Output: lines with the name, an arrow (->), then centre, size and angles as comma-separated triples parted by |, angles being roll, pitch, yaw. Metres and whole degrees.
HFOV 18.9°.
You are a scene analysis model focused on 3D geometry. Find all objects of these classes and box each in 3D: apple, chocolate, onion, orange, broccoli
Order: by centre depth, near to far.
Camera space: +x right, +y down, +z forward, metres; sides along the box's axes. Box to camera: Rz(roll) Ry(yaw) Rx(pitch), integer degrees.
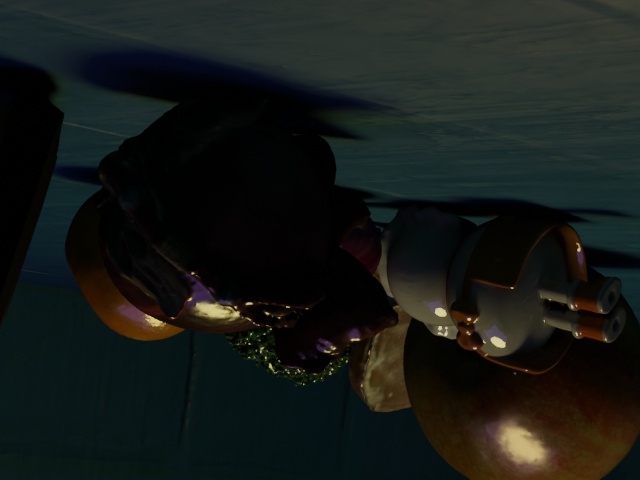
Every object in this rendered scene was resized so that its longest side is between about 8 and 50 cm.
onion -> 0.000, 0.000, 1.690 | 0.115, 0.115, 0.104 | 5, -141, 15
orange -> -0.161, 0.015, 1.773 | 0.134, 0.155, 0.154 | -36, 169, 5
apple -> 0.210, 0.137, 1.989 | 0.257, 0.257, 0.234 | 3, 169, 34
chocolate -> 0.131, 0.094, 2.150 | 0.254, 0.157, 0.080 | -11, -140, -32
broccoli -> -0.037, 0.063, 2.150 | 0.219, 0.194, 0.194 | -20, -165, -42

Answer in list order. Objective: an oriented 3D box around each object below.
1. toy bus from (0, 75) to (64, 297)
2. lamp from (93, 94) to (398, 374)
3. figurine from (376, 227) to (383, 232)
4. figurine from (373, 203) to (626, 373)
toy bus -> -0.285, -0.029, 1.378 | 0.162, 0.171, 0.386 | 17, 174, -7
lamp -> -0.061, -0.010, 1.259 | 0.151, 0.215, 0.223 | -26, 130, 13
figurine -> 0.079, 0.009, 1.929 | 0.060, 0.047, 0.106 | 42, -168, 13
figurine -> 0.135, 0.039, 1.681 | 0.271, 0.143, 0.143 | 3, 174, 22
